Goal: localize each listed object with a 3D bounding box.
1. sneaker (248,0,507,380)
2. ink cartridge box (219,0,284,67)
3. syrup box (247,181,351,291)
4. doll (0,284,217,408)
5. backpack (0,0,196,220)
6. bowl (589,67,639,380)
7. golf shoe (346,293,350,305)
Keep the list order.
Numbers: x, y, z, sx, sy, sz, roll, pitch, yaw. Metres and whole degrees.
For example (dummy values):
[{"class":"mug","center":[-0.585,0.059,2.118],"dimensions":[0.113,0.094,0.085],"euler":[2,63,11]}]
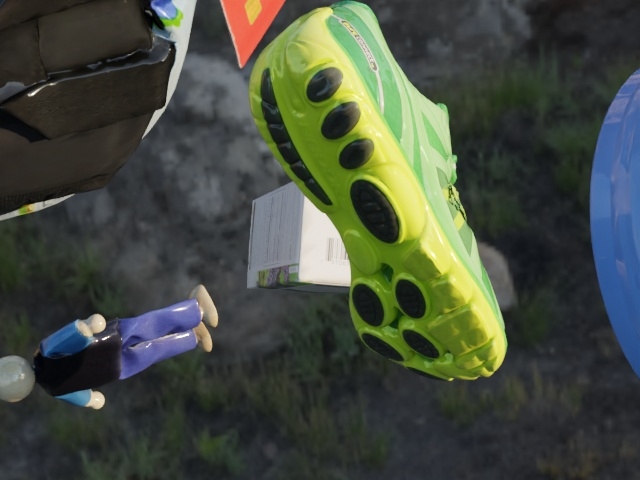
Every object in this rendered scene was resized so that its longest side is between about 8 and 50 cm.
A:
[{"class":"sneaker","center":[0.060,-0.027,0.960],"dimensions":[0.109,0.295,0.123],"euler":[-1,38,35]},{"class":"ink cartridge box","center":[-0.038,-0.362,1.460],"dimensions":[0.066,0.261,0.296],"euler":[2,44,26]},{"class":"syrup box","center":[0.000,0.000,1.358],"dimensions":[0.093,0.096,0.237],"euler":[5,-6,-13]},{"class":"doll","center":[-0.180,0.096,1.205],"dimensions":[0.189,0.129,0.046],"euler":[-16,56,-26]},{"class":"backpack","center":[-0.219,-0.120,0.512],"dimensions":[0.356,0.290,0.273],"euler":[6,43,0]},{"class":"bowl","center":[0.389,-0.002,1.389],"dimensions":[0.077,0.391,0.391],"euler":[-11,24,44]},{"class":"golf shoe","center":[0.075,0.021,1.424],"dimensions":[0.086,0.186,0.067],"euler":[-29,71,-20]}]
